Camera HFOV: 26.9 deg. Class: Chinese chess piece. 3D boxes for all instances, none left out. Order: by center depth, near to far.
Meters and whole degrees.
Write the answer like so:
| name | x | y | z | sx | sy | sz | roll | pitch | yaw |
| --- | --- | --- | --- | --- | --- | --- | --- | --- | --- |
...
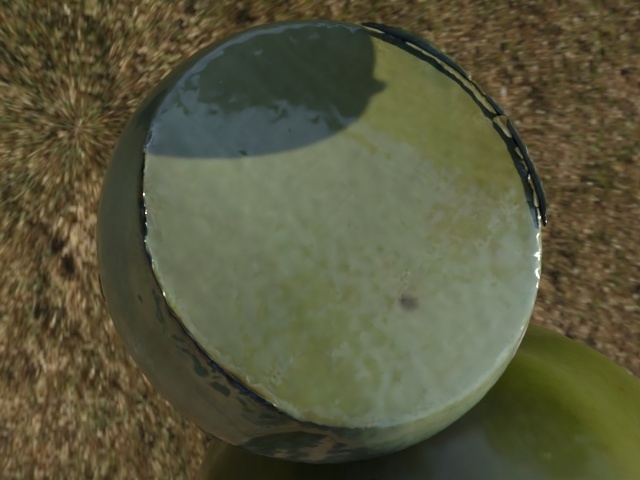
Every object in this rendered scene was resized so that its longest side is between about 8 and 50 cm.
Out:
| name | x | y | z | sx | sy | sz | roll | pitch | yaw |
| --- | --- | --- | --- | --- | --- | --- | --- | --- | --- |
| Chinese chess piece | 0.000 | 0.000 | 0.565 | 0.188 | 0.083 | 0.188 | 6 | 70 | -17 |

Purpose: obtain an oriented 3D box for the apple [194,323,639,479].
| name | x | y | z | sx | sy | sz | roll | pitch | yaw |
| --- | --- | --- | --- | --- | --- | --- | --- | --- | --- |
| apple | 0.103 | 0.282 | 0.963 | 0.474 | 0.473 | 0.473 | -1 | 95 | -10 |
